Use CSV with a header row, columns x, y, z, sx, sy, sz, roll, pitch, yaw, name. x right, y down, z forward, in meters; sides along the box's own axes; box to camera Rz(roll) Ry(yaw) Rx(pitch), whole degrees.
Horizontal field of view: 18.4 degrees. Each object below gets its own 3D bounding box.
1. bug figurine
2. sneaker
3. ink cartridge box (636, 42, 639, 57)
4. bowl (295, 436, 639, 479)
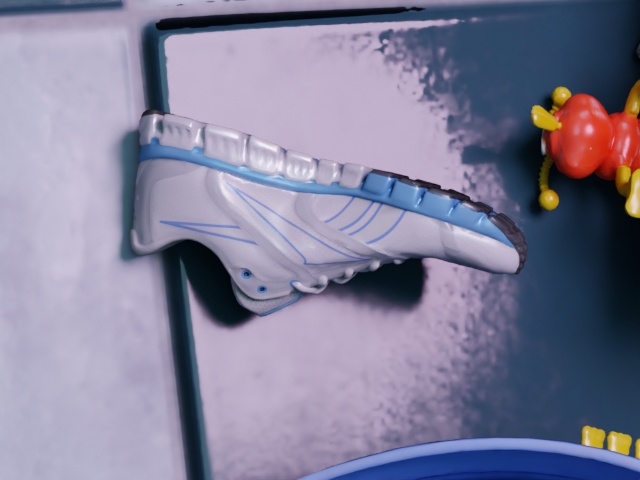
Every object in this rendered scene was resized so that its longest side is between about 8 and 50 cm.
x,y,z,sx,sy,sz,roll,pitch,yaw,name
0.176,0.058,0.966,0.216,0.072,0.279,18,74,-16,bug figurine
0.000,0.000,0.925,0.191,0.071,0.083,14,90,9,sneaker
0.367,-0.139,1.053,0.307,0.072,0.303,33,73,-6,ink cartridge box
0.075,0.278,0.835,0.391,0.077,0.391,-1,83,7,bowl
